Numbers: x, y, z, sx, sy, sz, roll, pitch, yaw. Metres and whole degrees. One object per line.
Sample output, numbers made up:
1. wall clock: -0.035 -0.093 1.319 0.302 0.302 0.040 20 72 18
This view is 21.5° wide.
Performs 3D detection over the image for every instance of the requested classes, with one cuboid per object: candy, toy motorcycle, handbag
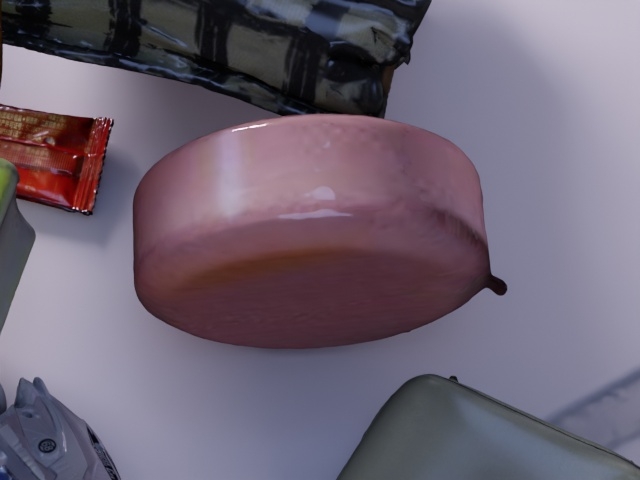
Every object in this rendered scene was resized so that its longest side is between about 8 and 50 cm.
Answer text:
1. candy: 0.000 0.000 1.150 0.255 0.255 0.094 -2 68 -6
2. toy motorcycle: -0.190 0.162 1.151 0.112 0.112 0.254 -40 71 -18
3. handbag: -0.073 -0.222 1.218 0.327 0.162 0.325 21 31 -1
4. handbag: 0.085 0.261 1.123 0.241 0.109 0.315 24 70 11

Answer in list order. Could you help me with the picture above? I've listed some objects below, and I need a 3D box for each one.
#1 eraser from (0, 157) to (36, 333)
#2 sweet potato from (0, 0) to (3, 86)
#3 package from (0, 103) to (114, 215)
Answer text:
1. eraser: -0.324 0.067 1.105 0.210 0.092 0.274 4 53 9
2. sweet potato: -0.250 -0.098 1.062 0.097 0.097 0.291 10 86 -1
3. package: -0.262 -0.074 1.275 0.200 0.022 0.083 11 66 0
